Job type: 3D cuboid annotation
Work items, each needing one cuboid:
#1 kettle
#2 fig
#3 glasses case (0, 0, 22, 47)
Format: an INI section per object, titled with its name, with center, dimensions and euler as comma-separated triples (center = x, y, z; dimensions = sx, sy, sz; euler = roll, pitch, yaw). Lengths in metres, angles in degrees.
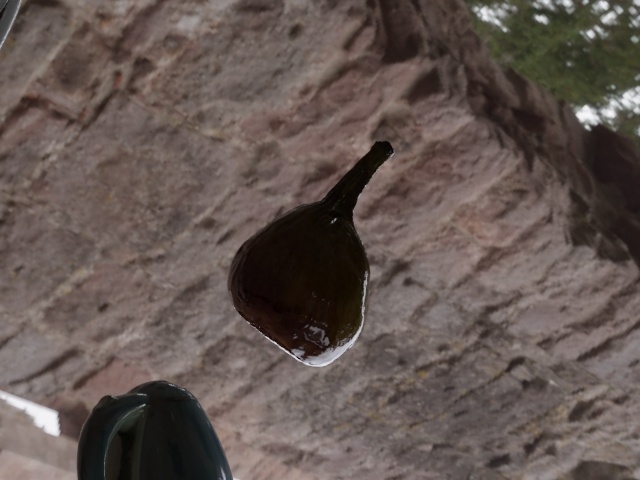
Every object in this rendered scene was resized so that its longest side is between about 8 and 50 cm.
[kettle]
center = -0.277, 0.401, 1.464
dimensions = 0.247, 0.319, 0.342
euler = -13, -102, 21
[fig]
center = 0.005, 0.019, 1.159
dimensions = 0.191, 0.190, 0.290
euler = -4, -137, 49
[glasses case]
center = -0.473, -0.269, 1.215
dimensions = 0.092, 0.059, 0.233
euler = 18, -100, 47
